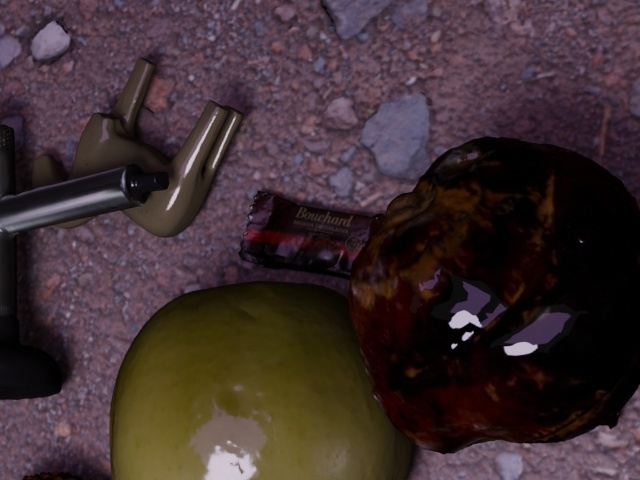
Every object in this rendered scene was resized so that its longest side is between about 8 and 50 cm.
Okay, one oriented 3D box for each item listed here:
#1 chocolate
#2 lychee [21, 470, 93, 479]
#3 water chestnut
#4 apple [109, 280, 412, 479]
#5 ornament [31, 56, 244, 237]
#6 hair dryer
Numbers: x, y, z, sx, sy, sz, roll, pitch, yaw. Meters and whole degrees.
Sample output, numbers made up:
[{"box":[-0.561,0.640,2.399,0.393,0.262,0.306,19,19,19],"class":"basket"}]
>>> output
[{"box":[0.000,0.000,1.121,0.182,0.028,0.086,14,84,26],"class":"chocolate"},{"box":[-0.286,0.309,1.148,0.129,0.123,0.123,-7,76,-15],"class":"lychee"},{"box":[0.168,0.055,0.928,0.289,0.244,0.289,-3,53,4],"class":"water chestnut"},{"box":[-0.073,0.169,1.012,0.295,0.233,0.258,-14,80,20],"class":"apple"},{"box":[-0.228,-0.085,1.213,0.230,0.061,0.245,33,102,26],"class":"ornament"},{"box":[-0.315,0.020,1.152,0.284,0.155,0.320,-4,81,44],"class":"hair dryer"}]
